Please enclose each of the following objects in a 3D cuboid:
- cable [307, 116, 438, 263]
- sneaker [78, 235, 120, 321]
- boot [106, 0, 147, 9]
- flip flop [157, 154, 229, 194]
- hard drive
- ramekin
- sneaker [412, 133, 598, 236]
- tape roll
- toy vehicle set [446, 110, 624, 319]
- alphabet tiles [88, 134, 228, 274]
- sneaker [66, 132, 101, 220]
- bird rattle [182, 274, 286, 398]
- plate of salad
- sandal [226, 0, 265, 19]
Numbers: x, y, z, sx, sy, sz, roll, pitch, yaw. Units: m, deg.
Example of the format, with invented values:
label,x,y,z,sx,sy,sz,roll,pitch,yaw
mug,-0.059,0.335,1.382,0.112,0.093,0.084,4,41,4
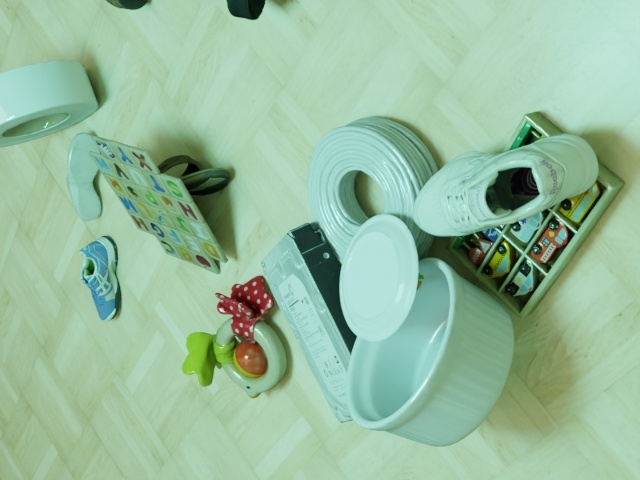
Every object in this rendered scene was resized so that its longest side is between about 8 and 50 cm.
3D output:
label,x,y,z,sx,sy,sz,roll,pitch,yaw
cable,0.083,-0.072,1.548,0.257,0.089,0.257,37,128,30
sneaker,-0.526,0.096,2.220,0.080,0.081,0.211,14,116,39
boot,-0.416,-0.609,1.842,0.115,0.112,0.305,21,122,50
flip flop,-0.291,-0.131,1.900,0.277,0.112,0.080,-1,90,50
hard drive,0.012,0.152,1.662,0.339,0.064,0.237,64,159,6
ramekin,0.169,0.177,1.433,0.135,0.277,0.277,26,138,-19
sneaker,0.225,-0.071,1.311,0.305,0.152,0.114,-22,91,48
tape roll,-0.633,-0.292,2.036,0.286,0.286,0.100,-19,92,47
toy vehicle set,0.306,-0.033,1.381,0.166,0.035,0.267,45,131,24
alphabet tiles,-0.327,-0.068,1.889,0.285,0.011,0.342,18,147,38
sneaker,-0.558,-0.155,2.170,0.094,0.080,0.212,35,129,45
bird rattle,-0.147,0.204,1.890,0.207,0.143,0.253,47,120,7
plate of salad,0.095,0.059,1.465,0.200,0.048,0.200,-18,68,54
sandal,-0.078,-0.576,1.502,0.107,0.167,0.446,10,119,10
